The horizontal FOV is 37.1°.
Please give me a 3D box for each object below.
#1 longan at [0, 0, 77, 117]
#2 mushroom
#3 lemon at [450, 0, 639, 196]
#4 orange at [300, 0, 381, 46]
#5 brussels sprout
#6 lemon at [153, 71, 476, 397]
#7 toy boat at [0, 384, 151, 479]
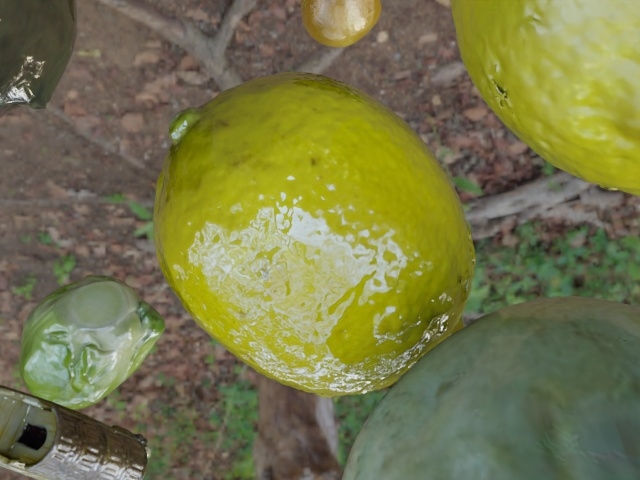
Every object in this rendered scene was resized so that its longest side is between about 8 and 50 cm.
[{"bbox_3d":[-0.385,-0.222,0.879,0.318,0.319,0.319,-5,150,-3],"label":"longan"},{"bbox_3d":[0.176,0.213,0.662,0.352,0.352,0.260,-6,163,-1],"label":"mushroom"},{"bbox_3d":[0.237,-0.193,0.624,0.336,0.336,0.336,-5,150,-3],"label":"lemon"},{"bbox_3d":[0.035,-0.406,1.600,0.136,0.159,0.159,-6,150,-6],"label":"orange"},{"bbox_3d":[-0.234,0.098,0.946,0.155,0.117,0.155,-45,164,-17],"label":"brussels sprout"},{"bbox_3d":[0.000,0.000,0.803,0.320,0.245,0.245,42,131,-17],"label":"lemon"},{"bbox_3d":[-0.225,0.170,0.806,0.088,0.068,0.226,7,158,39],"label":"toy boat"}]
